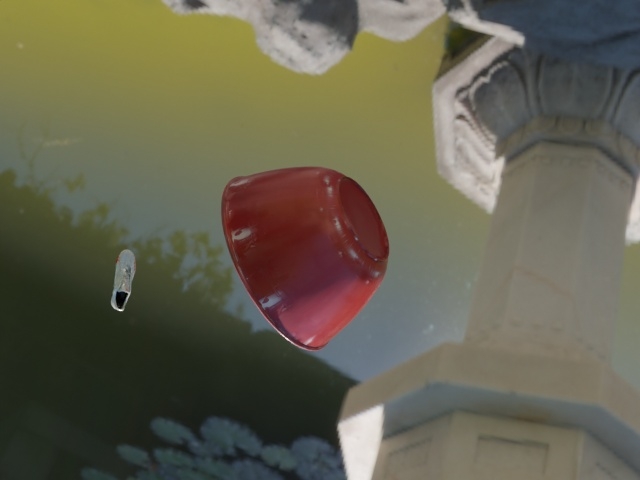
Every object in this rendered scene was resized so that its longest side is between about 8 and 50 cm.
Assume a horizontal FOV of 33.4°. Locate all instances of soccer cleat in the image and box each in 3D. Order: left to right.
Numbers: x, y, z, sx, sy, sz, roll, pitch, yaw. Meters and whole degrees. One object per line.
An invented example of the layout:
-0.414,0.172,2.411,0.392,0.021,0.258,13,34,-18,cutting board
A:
-0.263,0.054,1.428,0.029,0.083,0.035,10,-169,-22,soccer cleat

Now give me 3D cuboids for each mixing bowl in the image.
0.000,0.000,0.989,0.098,0.181,0.181,-28,124,23,mixing bowl
